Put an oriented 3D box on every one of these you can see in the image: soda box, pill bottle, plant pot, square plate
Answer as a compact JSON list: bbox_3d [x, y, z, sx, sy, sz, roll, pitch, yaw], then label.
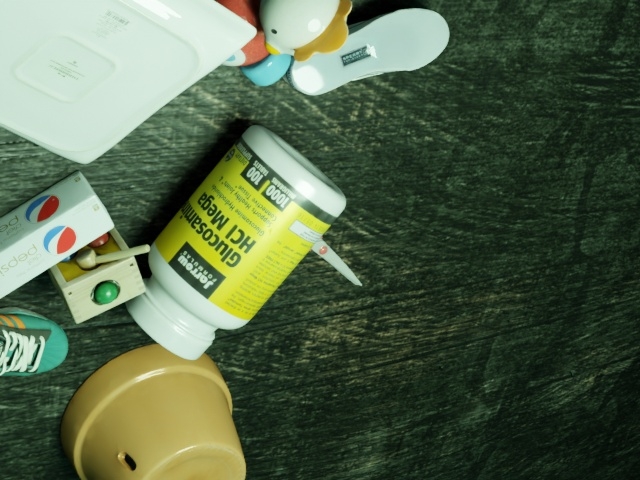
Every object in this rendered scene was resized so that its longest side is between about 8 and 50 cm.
[{"bbox_3d":[-0.401,-0.002,1.536,0.216,0.074,0.069,-33,135,-9],"label":"soda box"},{"bbox_3d":[-0.132,0.008,1.647,0.334,0.188,0.188,-50,135,7],"label":"pill bottle"},{"bbox_3d":[-0.252,0.341,1.807,0.290,0.203,0.291,-18,130,-23],"label":"plant pot"},{"bbox_3d":[-0.311,-0.225,1.341,0.344,0.049,0.347,-30,143,30],"label":"square plate"}]

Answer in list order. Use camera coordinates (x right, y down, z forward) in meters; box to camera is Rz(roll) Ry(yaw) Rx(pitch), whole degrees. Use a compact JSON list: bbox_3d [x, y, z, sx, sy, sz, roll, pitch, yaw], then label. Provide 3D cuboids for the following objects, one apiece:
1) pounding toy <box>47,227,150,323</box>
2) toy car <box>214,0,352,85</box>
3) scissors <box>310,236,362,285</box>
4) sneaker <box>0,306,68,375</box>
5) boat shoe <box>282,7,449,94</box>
[{"bbox_3d":[-0.315,0.035,1.576,0.130,0.141,0.100,-26,133,-16],"label":"pounding toy"},{"bbox_3d":[-0.052,-0.291,1.442,0.210,0.238,0.219,-47,135,5],"label":"toy car"},{"bbox_3d":[0.000,0.000,1.850,0.297,0.021,0.109,24,105,-41],"label":"scissors"},{"bbox_3d":[-0.469,0.153,1.551,0.302,0.121,0.108,13,99,-47],"label":"sneaker"},{"bbox_3d":[0.062,-0.286,1.635,0.258,0.084,0.095,-16,110,-17],"label":"boat shoe"}]
